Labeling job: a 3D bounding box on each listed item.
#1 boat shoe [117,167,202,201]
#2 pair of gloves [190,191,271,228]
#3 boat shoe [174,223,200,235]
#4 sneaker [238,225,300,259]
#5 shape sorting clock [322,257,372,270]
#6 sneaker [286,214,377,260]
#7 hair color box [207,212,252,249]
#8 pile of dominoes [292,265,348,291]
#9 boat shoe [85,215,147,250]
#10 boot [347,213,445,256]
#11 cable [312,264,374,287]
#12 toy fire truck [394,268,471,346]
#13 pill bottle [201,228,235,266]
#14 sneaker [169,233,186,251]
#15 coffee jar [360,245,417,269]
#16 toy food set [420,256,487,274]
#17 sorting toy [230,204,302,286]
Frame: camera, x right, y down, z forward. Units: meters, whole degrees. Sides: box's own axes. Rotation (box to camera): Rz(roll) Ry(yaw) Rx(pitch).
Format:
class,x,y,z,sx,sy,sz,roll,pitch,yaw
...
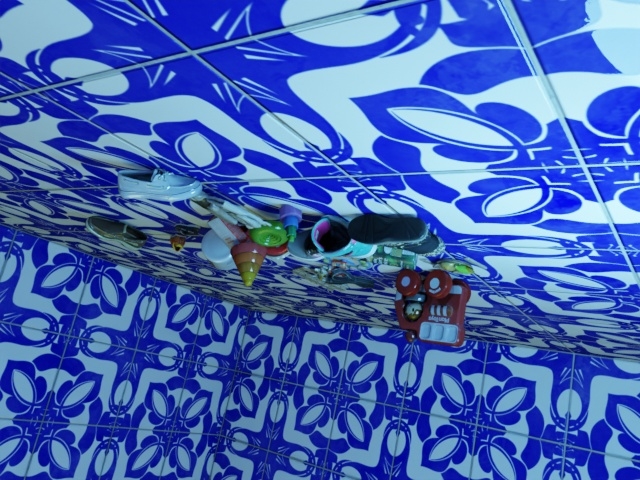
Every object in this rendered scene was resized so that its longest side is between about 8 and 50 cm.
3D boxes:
class,x,y,z,sx,sy,sz,roll,pitch,yaw
boat shoe,-0.437,-0.156,1.550,0.226,0.083,0.076,-4,127,-5
pair of gloves,-0.276,-0.094,1.650,0.240,0.042,0.204,16,167,44
boat shoe,-0.504,-0.038,2.160,0.125,0.038,0.046,4,164,30
sneaker,-0.193,-0.008,1.897,0.278,0.108,0.118,-2,147,33
shape sorting clock,0.088,0.072,2.081,0.206,0.041,0.206,11,166,3
sneaker,0.000,0.000,1.689,0.295,0.124,0.178,-3,165,27
hair color box,-0.295,-0.026,1.863,0.071,0.043,0.141,-19,115,46
pile of dominoes,-0.001,0.161,2.572,0.251,0.040,0.196,27,163,-20
boat shoe,-0.827,-0.045,2.354,0.095,0.095,0.257,-27,144,32
boot,0.210,-0.006,1.576,0.236,0.085,0.178,2,165,34
cable,0.115,0.144,2.376,0.287,0.072,0.139,6,153,-28
toy fire truck,0.388,0.245,2.062,0.302,0.254,0.169,-2,160,44
pill bottle,-0.367,0.041,2.165,0.131,0.131,0.229,12,166,1
sneaker,-0.602,0.014,2.399,0.064,0.068,0.175,14,168,-15
coffee jar,0.205,0.035,1.752,0.184,0.079,0.096,9,165,13
toy food set,0.430,0.091,1.864,0.132,0.039,0.192,23,163,-37
sorting toy,-0.163,0.033,1.736,0.126,0.126,0.365,16,145,-29
